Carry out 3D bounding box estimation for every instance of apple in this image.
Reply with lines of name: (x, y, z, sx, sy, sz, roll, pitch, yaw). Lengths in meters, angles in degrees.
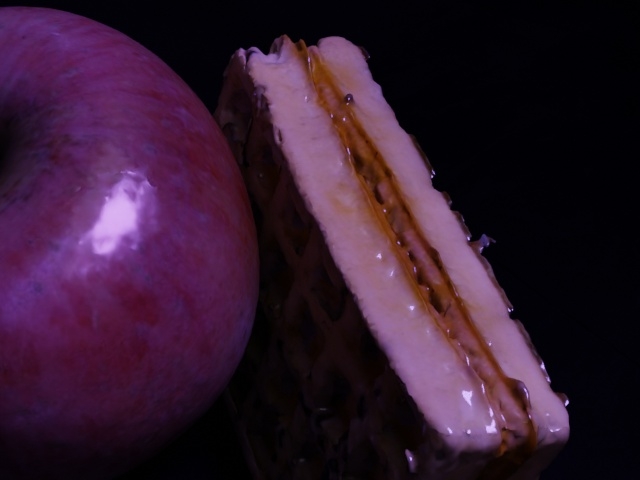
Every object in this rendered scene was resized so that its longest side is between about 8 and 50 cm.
apple: (-0.196, 0.015, 0.867, 0.344, 0.269, 0.345, -5, 55, 7)

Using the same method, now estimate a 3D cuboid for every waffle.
waffle: (0.017, 0.061, 0.908, 0.114, 0.261, 0.376, -3, 46, -27)

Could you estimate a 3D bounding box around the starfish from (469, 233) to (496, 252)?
starfish: (0.019, -0.009, 1.227, 0.293, 0.084, 0.301, -3, 36, -35)
